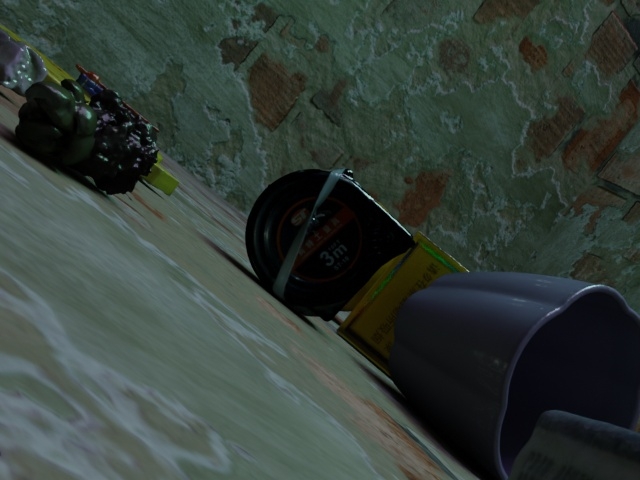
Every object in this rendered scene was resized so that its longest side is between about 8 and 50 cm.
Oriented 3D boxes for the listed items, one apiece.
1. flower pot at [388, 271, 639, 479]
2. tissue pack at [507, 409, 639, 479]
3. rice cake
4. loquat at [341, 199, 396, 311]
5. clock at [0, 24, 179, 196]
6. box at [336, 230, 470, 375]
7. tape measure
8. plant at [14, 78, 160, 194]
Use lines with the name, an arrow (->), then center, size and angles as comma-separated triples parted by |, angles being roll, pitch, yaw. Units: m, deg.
flower pot -> 0.225, 0.159, 1.086 | 0.265, 0.265, 0.243 | 39, -13, -33
tissue pack -> 0.265, 0.209, 0.357 | 0.288, 0.124, 0.394 | 32, -6, -10
rice cake -> -0.386, -0.237, 0.897 | 0.270, 0.055, 0.049 | 37, -5, 10
loquat -> 0.040, 0.021, 1.532 | 0.208, 0.208, 0.208 | 39, 0, 0
clock -> -0.319, -0.192, 1.181 | 0.293, 0.071, 0.277 | 39, 0, 33
box -> 0.201, 0.155, 1.293 | 0.301, 0.193, 0.084 | 39, 0, 12
tape measure -> -0.004, -0.003, 1.120 | 0.181, 0.182, 0.107 | 50, -4, -3
plant -> -0.191, -0.087, 0.717 | 0.087, 0.085, 0.174 | 14, -2, 16
